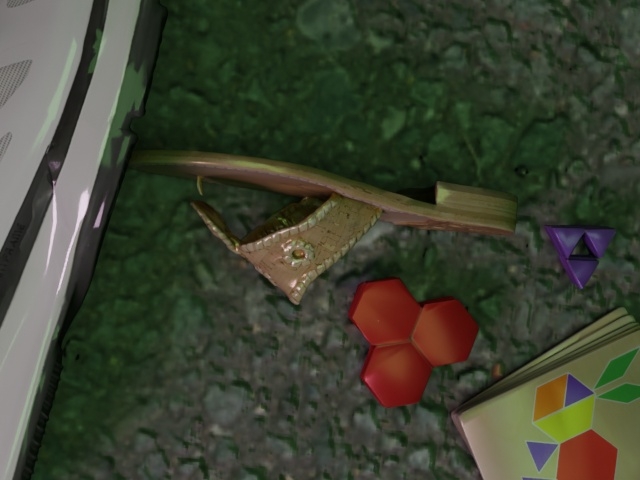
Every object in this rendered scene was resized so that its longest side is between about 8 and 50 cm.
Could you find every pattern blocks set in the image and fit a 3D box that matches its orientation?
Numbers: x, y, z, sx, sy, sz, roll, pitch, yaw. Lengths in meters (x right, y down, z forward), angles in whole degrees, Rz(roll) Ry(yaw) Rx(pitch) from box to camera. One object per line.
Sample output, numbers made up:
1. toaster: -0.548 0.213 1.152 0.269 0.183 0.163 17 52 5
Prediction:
1. pattern blocks set: 0.174 0.149 0.958 0.285 0.026 0.325 -16 95 -9

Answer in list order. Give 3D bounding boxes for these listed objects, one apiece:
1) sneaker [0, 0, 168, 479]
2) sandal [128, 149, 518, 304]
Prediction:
1. sneaker: -0.240 -0.045 0.802 0.257 0.169 0.448 16 92 -12
2. sandal: 0.002 0.000 0.890 0.240 0.088 0.079 6 85 -16
